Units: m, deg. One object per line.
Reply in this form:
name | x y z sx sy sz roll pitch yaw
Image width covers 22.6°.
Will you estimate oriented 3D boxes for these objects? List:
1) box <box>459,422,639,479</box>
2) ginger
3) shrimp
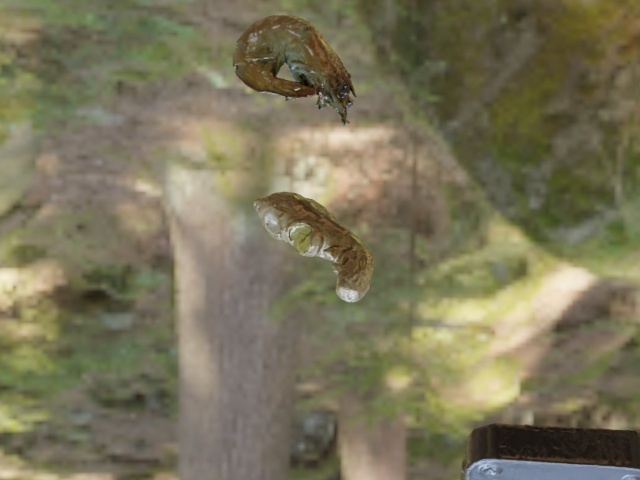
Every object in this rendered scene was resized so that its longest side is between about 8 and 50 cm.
box | 0.261 0.330 1.881 0.211 0.058 0.350 2 142 1
ginger | 0.003 0.001 1.562 0.069 0.051 0.173 0 -154 -40
shrimp | -0.024 -0.174 1.639 0.099 0.041 0.180 -29 -128 -17
